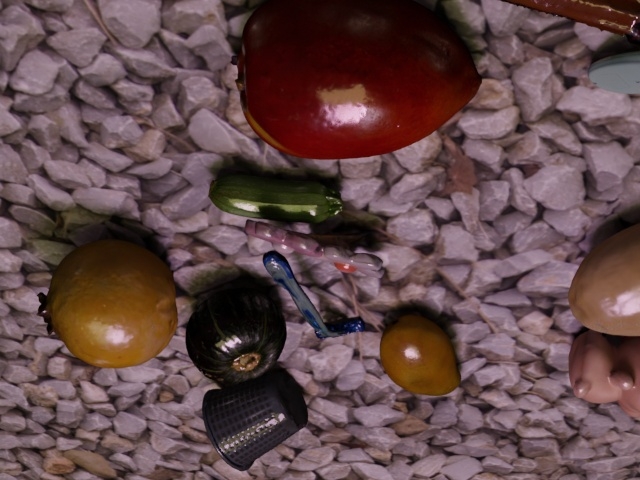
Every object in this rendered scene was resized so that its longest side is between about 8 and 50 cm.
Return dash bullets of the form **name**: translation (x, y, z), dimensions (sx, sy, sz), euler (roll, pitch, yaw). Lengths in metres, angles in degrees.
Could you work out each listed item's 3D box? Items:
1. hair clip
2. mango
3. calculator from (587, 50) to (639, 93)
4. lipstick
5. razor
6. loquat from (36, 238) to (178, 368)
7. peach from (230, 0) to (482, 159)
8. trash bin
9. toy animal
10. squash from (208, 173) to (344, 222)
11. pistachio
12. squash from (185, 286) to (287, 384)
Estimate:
- **hair clip**: translation (-0.003, 0.007, 1.814), dimensions (0.257, 0.146, 0.075), euler (10, 94, -28)
- **mango**: translation (0.186, 0.220, 2.031), dimensions (0.136, 0.099, 0.227), euler (-21, 138, 17)
- **calculator**: translation (0.444, -0.233, 1.542), dimensions (0.153, 0.021, 0.095), euler (1, 159, 46)
- **lipstick**: translation (0.375, -0.314, 1.472), dimensions (0.418, 0.077, 0.077), euler (15, 135, -5)
- **razor**: translation (-0.020, 0.110, 1.914), dimensions (0.093, 0.056, 0.324), euler (-13, 148, 18)
- **loquat**: translation (-0.363, 0.112, 1.902), dimensions (0.243, 0.244, 0.244), euler (4, 136, 4)
- **peach**: translation (0.047, -0.209, 1.534), dimensions (0.361, 0.201, 0.258), euler (10, 135, -3)
- **trash bin**: translation (-0.119, 0.337, 2.150), dimensions (0.161, 0.175, 0.175), euler (-29, 126, 19)
- **toy animal**: translation (0.539, 0.230, 1.947), dimensions (0.197, 0.171, 0.171), euler (5, 136, 7)
- **squash**: translation (-0.071, -0.066, 1.788), dimensions (0.219, 0.068, 0.077), euler (4, 137, 2)
- **pistachio**: translation (0.537, 0.057, 1.758), dimensions (0.293, 0.162, 0.182), euler (-19, 89, 21)
- **squash**: translation (-0.150, 0.170, 1.983), dimensions (0.193, 0.156, 0.193), euler (-5, 121, -8)
